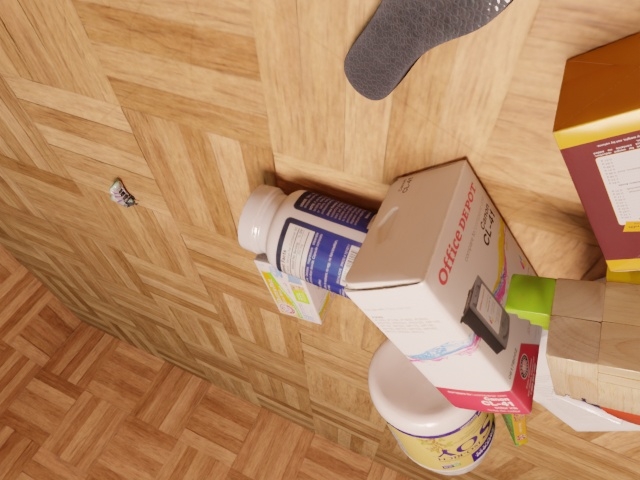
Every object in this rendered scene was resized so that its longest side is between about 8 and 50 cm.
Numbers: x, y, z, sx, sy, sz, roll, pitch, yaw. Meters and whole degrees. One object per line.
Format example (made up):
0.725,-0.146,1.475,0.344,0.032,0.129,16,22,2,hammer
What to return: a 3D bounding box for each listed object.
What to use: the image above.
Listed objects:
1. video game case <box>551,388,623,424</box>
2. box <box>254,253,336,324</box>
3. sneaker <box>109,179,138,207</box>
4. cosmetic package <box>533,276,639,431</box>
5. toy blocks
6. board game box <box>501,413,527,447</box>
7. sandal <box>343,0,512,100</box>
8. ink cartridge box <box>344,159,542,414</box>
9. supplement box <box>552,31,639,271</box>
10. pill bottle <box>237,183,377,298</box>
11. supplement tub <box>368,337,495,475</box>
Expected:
0.403,0.236,0.644,0.087,0.011,0.122,18,-176,37,video game case
-0.045,0.078,0.936,0.114,0.103,0.203,12,143,25,box
-0.491,-0.111,1.086,0.069,0.038,0.098,34,157,-10,sneaker
0.485,0.192,0.694,0.284,0.097,0.377,35,147,-10,cosmetic package
0.430,0.160,0.485,0.381,0.191,0.261,4,150,36,toy blocks
0.409,0.349,0.945,0.039,0.124,0.259,-18,132,7,board game box
0.107,-0.240,0.447,0.097,0.054,0.254,47,154,-14,sandal
0.203,0.075,0.632,0.131,0.226,0.306,-11,131,45,ink cartridge box
0.349,-0.087,0.387,0.191,0.129,0.194,-10,131,44,supplement box
0.000,0.000,0.751,0.265,0.153,0.153,21,146,14,pill bottle
0.262,0.371,0.977,0.241,0.241,0.331,5,140,33,supplement tub
